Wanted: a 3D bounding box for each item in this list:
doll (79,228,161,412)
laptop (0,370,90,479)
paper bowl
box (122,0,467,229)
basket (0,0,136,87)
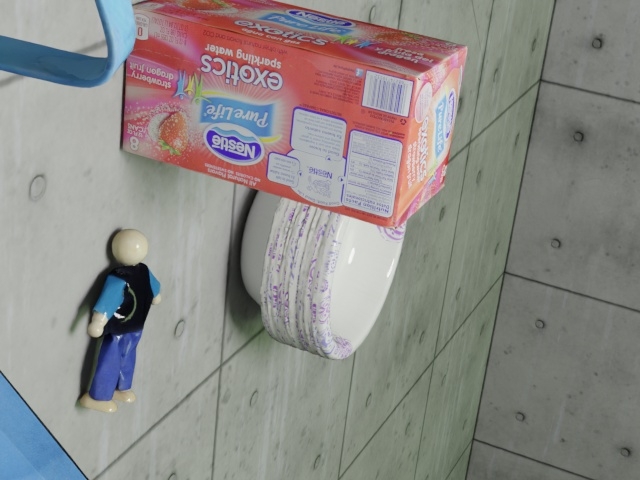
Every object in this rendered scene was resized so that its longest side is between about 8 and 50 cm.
[{"bbox_3d":[-0.205,0.080,1.268,0.129,0.046,0.189,-22,126,-66],"label":"doll"},{"bbox_3d":[-0.283,0.061,0.772,0.382,0.236,0.408,-29,132,-63],"label":"laptop"},{"bbox_3d":[0.000,0.000,1.596,0.284,0.148,0.284,-51,149,-46],"label":"paper bowl"},{"bbox_3d":[-0.027,-0.136,1.195,0.142,0.299,0.154,-37,139,-58],"label":"box"},{"bbox_3d":[-0.239,-0.198,0.602,0.201,0.288,0.255,-64,155,-45],"label":"basket"}]
